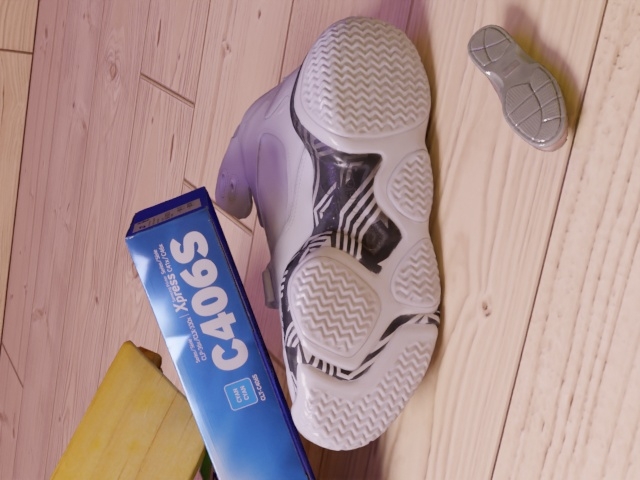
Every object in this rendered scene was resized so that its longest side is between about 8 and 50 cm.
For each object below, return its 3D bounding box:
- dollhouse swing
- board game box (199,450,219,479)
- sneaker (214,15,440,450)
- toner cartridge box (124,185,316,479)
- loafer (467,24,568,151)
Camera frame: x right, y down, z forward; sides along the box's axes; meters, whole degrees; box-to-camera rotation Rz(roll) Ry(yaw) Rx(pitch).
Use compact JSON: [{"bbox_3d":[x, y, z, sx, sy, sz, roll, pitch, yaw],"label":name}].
[{"bbox_3d":[-0.111,0.335,1.074,0.347,0.305,0.315,98,-166,-60],"label":"dollhouse swing"},{"bbox_3d":[-0.078,0.284,1.174,0.259,0.039,0.124,58,136,51],"label":"board game box"},{"bbox_3d":[0.000,0.000,0.952,0.210,0.137,0.365,-16,69,62],"label":"sneaker"},{"bbox_3d":[-0.074,0.133,0.939,0.165,0.075,0.347,-123,13,-80],"label":"toner cartridge box"},{"bbox_3d":[0.151,-0.110,0.781,0.045,0.039,0.125,-36,52,15],"label":"loafer"}]
